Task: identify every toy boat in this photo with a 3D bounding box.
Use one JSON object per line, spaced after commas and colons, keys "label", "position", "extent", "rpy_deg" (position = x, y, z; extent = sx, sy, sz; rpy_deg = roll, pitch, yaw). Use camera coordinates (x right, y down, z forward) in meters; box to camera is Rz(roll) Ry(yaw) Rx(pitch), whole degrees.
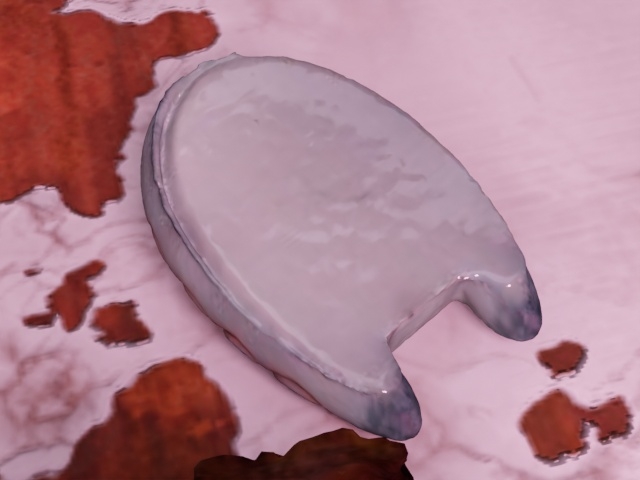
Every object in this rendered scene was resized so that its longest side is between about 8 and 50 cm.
{"label": "toy boat", "position": [0.000, 0.000, 0.645], "extent": [0.134, 0.079, 0.208], "rpy_deg": [-40, 67, -19]}

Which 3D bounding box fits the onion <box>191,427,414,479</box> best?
{"label": "onion", "position": [0.006, 0.184, 0.257], "extent": [0.348, 0.385, 0.347], "rpy_deg": [6, 55, -9]}
